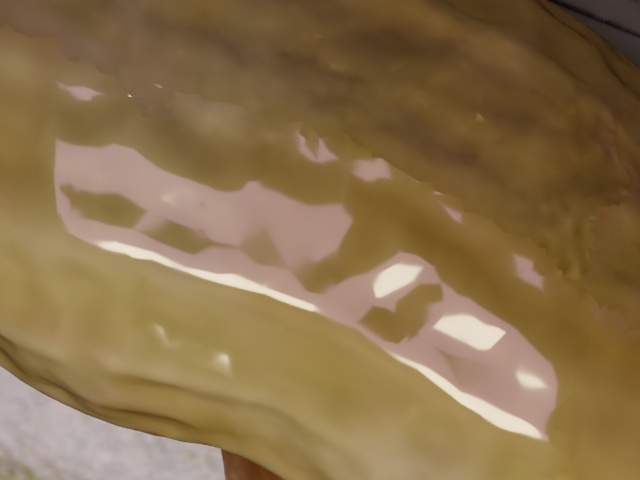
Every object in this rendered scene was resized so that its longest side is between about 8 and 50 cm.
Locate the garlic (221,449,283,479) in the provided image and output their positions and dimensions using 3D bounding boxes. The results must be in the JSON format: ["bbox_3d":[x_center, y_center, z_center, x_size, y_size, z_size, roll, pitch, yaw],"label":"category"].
[{"bbox_3d":[0.005,0.111,0.673,0.128,0.090,0.198,15,131,15],"label":"garlic"}]

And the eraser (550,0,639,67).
[{"bbox_3d":[0.111,-0.018,0.571,0.150,0.023,0.104,25,128,10],"label":"eraser"}]

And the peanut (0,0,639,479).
[{"bbox_3d":[0.002,-0.005,0.520,0.340,0.158,0.174,26,104,6],"label":"peanut"}]
